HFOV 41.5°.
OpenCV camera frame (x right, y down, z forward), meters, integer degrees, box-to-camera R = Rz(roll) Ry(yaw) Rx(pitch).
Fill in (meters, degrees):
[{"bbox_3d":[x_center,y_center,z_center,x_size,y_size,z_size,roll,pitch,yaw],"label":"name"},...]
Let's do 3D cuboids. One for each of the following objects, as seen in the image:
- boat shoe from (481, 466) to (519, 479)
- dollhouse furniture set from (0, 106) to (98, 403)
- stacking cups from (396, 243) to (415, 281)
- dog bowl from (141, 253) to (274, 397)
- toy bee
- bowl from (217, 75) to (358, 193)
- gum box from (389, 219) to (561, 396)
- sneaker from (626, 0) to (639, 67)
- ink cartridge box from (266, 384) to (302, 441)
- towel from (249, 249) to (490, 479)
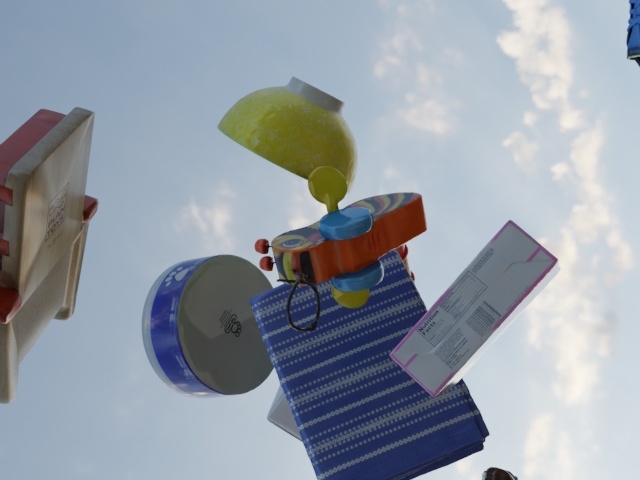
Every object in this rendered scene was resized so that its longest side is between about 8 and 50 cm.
[{"bbox_3d":[0.269,0.371,1.225,0.207,0.073,0.073,53,-135,-65],"label":"boat shoe"},{"bbox_3d":[-0.248,-0.030,0.411,0.262,0.259,0.135,-71,-2,-55],"label":"dollhouse furniture set"},{"bbox_3d":[0.118,0.097,1.419,0.096,0.096,0.316,-42,-46,-29],"label":"stacking cups"},{"bbox_3d":[-0.196,0.160,1.575,0.265,0.104,0.264,13,-108,-45],"label":"dog bowl"},{"bbox_3d":[0.000,0.000,1.107,0.298,0.162,0.195,-5,-81,-50],"label":"toy bee"},{"bbox_3d":[-0.037,-0.222,1.634,0.289,0.289,0.156,19,-77,-40],"label":"bowl"},{"bbox_3d":[0.156,0.075,0.856,0.188,0.062,0.107,-49,-17,6],"label":"gum box"},{"bbox_3d":[0.406,-0.272,1.028,0.082,0.069,0.209,-19,-85,-16],"label":"sneaker"},{"bbox_3d":[0.020,0.228,1.615,0.117,0.283,0.207,33,-69,-3],"label":"ink cartridge box"},{"bbox_3d":[0.064,0.185,1.216,0.243,0.336,0.040,-22,-24,-4],"label":"towel"}]
